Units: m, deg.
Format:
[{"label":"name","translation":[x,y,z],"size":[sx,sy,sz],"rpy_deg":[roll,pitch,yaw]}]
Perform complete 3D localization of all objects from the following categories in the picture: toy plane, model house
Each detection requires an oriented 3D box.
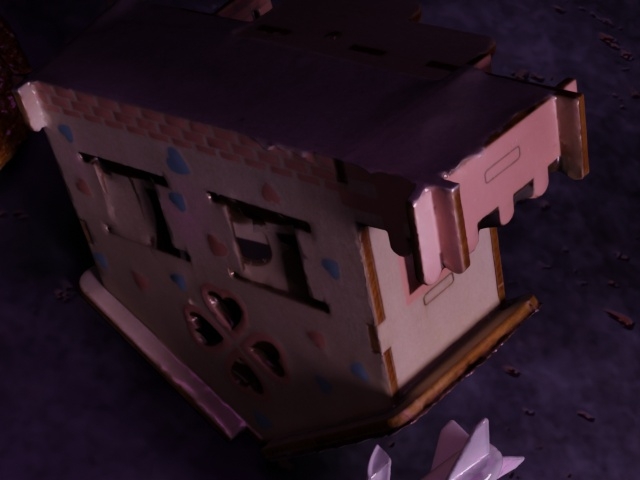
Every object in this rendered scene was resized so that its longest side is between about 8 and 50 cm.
[{"label":"toy plane","translation":[0.041,0.169,0.758],"size":[0.065,0.162,0.171],"rpy_deg":[36,84,33]},{"label":"model house","translation":[0.000,0.000,0.789],"size":[0.326,0.244,0.169],"rpy_deg":[17,41,37]}]

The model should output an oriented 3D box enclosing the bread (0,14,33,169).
[{"label":"bread","translation":[-0.273,-0.099,0.871],"size":[0.193,0.064,0.193],"rpy_deg":[8,58,-12]}]
